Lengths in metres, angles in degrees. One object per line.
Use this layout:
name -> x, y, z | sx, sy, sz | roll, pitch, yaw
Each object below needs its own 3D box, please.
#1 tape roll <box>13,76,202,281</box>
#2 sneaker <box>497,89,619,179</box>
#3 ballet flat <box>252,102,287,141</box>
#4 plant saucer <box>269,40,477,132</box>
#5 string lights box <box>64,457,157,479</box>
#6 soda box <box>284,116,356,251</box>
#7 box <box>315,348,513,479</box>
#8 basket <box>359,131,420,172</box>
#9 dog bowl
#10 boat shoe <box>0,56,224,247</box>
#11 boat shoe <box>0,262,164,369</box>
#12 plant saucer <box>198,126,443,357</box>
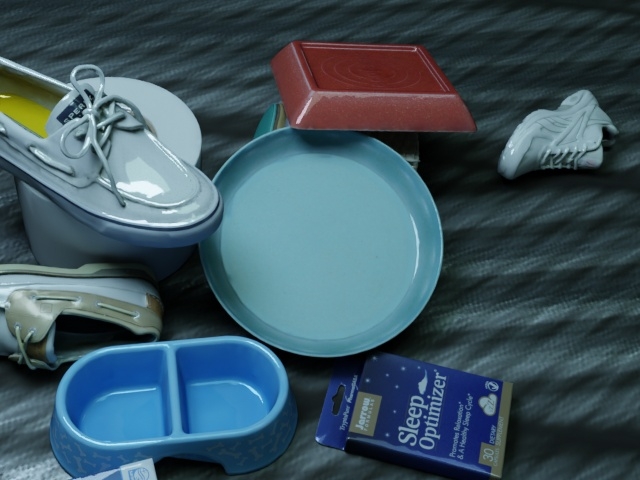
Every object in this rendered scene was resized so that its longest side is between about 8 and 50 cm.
tape roll -> -0.279, -0.075, 1.339 | 0.246, 0.169, 0.246 | 3, 50, -3
sneaker -> 0.369, -0.145, 1.522 | 0.232, 0.090, 0.115 | -31, 63, -27
ballet flat -> -0.073, -0.100, 1.459 | 0.073, 0.080, 0.232 | 30, 51, -18
plant saucer -> 0.070, -0.227, 1.431 | 0.259, 0.047, 0.258 | -1, 30, -10
string lights box -> -0.293, 0.307, 1.036 | 0.260, 0.133, 0.076 | -11, 66, -16
soda box -> -0.002, -0.077, 1.393 | 0.074, 0.069, 0.216 | -4, 71, -10
box -> 0.116, 0.212, 1.232 | 0.225, 0.036, 0.136 | 12, 50, 6
basket -> 0.083, -0.140, 1.474 | 0.113, 0.103, 0.167 | 4, 49, -4
dog bowl -> -0.172, 0.194, 1.190 | 0.297, 0.074, 0.166 | -4, 51, -10
boat shoe -> -0.274, -0.128, 1.171 | 0.367, 0.156, 0.136 | 29, 54, 17
boat shoe -> -0.342, 0.098, 1.225 | 0.302, 0.113, 0.103 | -9, 46, -14
plant saucer -> 0.000, 0.000, 1.306 | 0.318, 0.043, 0.317 | 3, 71, -7
